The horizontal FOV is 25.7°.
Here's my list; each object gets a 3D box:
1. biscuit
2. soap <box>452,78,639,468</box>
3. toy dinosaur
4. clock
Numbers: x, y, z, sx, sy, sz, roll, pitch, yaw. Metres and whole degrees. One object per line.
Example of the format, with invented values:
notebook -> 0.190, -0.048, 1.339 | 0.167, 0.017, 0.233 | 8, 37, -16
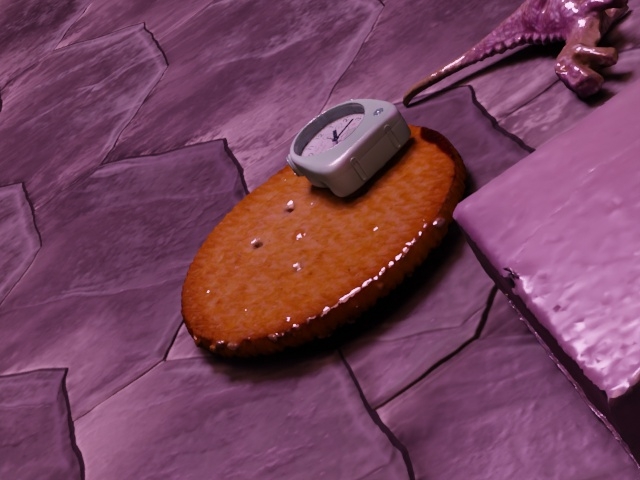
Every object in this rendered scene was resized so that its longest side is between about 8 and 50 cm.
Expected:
biscuit -> 0.000, 0.000, 1.299 | 0.305, 0.038, 0.305 | -26, 29, 16
soap -> 0.268, -0.011, 0.966 | 0.285, 0.107, 0.296 | -34, 30, 4
toy dinosaur -> 0.206, -0.211, 1.359 | 0.251, 0.072, 0.200 | 17, 68, 43
clock -> 0.017, -0.092, 1.338 | 0.101, 0.041, 0.135 | -44, 28, -16
